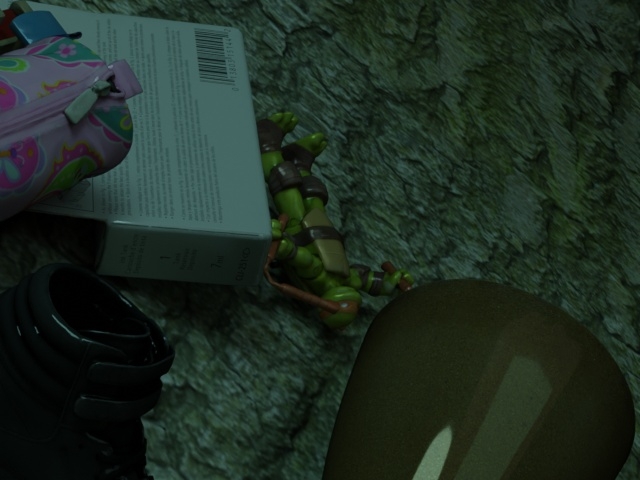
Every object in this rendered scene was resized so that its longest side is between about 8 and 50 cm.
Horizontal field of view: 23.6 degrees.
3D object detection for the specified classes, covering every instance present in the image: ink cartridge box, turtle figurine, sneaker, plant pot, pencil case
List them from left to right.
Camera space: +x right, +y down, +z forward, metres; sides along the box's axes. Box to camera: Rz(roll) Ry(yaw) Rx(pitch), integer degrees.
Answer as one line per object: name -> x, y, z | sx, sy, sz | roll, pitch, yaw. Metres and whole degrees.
pencil case -> -0.252, -0.065, 1.080 | 0.124, 0.124, 0.284 | 50, 38, 8
ink cartridge box -> -0.185, -0.093, 1.315 | 0.261, 0.066, 0.296 | 6, 41, -15
sneaker -> -0.134, 0.143, 0.977 | 0.296, 0.147, 0.104 | 53, 26, 11
turtle figurine -> 0.000, 0.000, 1.418 | 0.269, 0.087, 0.217 | 16, 48, -50
plant pot -> 0.095, 0.199, 1.175 | 0.237, 0.237, 0.254 | 42, 42, -7

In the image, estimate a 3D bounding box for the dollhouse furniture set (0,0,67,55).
dollhouse furniture set -> -0.284, -0.185, 1.191 | 0.129, 0.129, 0.183 | 51, 41, 11
